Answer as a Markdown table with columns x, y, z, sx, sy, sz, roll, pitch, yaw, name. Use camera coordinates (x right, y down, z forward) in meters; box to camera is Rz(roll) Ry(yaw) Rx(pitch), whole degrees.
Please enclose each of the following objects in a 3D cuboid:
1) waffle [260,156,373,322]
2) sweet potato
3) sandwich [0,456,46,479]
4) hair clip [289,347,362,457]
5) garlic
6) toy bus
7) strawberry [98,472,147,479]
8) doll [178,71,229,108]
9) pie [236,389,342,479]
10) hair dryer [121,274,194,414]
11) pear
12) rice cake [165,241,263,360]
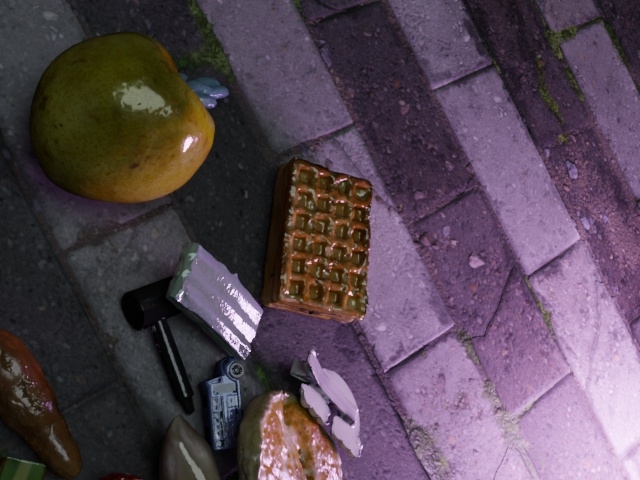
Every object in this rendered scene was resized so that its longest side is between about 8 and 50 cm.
| x | y | z | sx | sy | sz | roll | pitch | yaw | name |
| --- | --- | --- | --- | --- | --- | --- | --- | --- | --- |
| -0.001 | 0.000 | 1.846 | 0.212 | 0.091 | 0.308 | 16 | 69 | -28 | waffle |
| -0.489 | 0.231 | 1.462 | 0.355 | 0.095 | 0.106 | 51 | 52 | -11 | sweet potato |
| -0.483 | 0.404 | 1.425 | 0.074 | 0.074 | 0.117 | 19 | 66 | -26 | sandwich |
| 0.023 | 0.304 | 1.761 | 0.220 | 0.054 | 0.140 | 51 | 27 | -24 | hair clip |
| -0.197 | 0.452 | 1.559 | 0.112 | 0.143 | 0.318 | -31 | 92 | -14 | garlic |
| -0.177 | 0.296 | 1.653 | 0.076 | 0.073 | 0.168 | -3 | 79 | -22 | toy bus |
| -0.330 | 0.451 | 1.502 | 0.145 | 0.086 | 0.145 | 9 | 71 | -28 | strawberry |
| -0.262 | -0.278 | 1.785 | 0.120 | 0.075 | 0.179 | 36 | 27 | 25 | doll |
| -0.056 | 0.423 | 1.627 | 0.339 | 0.077 | 0.339 | 45 | 34 | -43 | pie |
| -0.259 | 0.191 | 1.641 | 0.114 | 0.070 | 0.248 | -23 | 92 | -35 | hair dryer |
| -0.351 | -0.205 | 1.569 | 0.303 | 0.304 | 0.304 | 10 | 71 | -30 | pear |
| -0.189 | 0.112 | 1.664 | 0.237 | 0.043 | 0.127 | 50 | 48 | -43 | rice cake |
